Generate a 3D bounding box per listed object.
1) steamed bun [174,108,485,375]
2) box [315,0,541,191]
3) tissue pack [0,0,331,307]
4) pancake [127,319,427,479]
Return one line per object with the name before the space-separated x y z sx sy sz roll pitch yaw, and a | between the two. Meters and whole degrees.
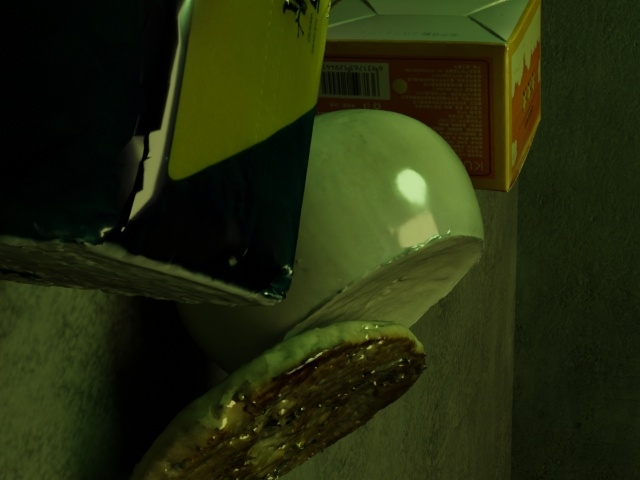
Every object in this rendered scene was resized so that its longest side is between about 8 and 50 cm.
steamed bun | 0.000 0.000 1.030 0.206 0.324 0.324 55 9 21
box | 0.140 -0.208 1.364 0.259 0.283 0.214 -52 143 -56
tissue pack | -0.139 -0.179 0.662 0.264 0.253 0.416 30 65 -68
pancake | -0.050 0.186 0.994 0.356 0.065 0.356 -33 159 -14
